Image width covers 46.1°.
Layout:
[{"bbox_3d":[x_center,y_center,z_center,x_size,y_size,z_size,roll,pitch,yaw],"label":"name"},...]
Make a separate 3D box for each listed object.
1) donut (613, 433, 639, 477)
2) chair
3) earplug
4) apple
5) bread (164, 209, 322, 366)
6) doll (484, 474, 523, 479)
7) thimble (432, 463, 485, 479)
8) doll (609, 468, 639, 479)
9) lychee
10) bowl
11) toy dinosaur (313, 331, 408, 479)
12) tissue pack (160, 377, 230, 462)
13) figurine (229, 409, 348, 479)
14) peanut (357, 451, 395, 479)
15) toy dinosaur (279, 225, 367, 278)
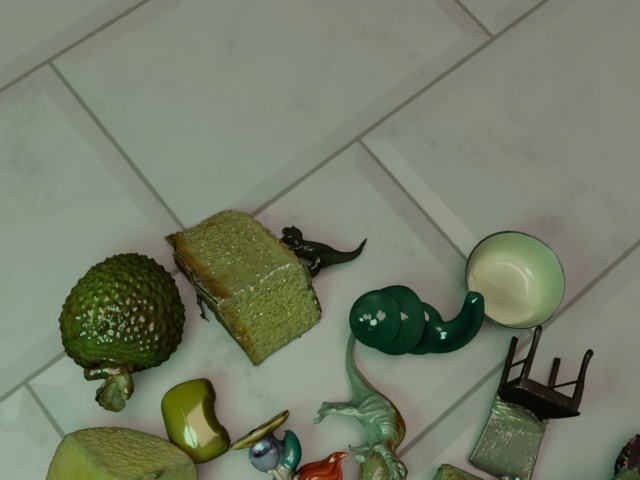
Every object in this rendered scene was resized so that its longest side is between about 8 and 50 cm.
[{"bbox_3d":[0.771,0.543,1.698,0.235,0.089,0.235,1,72,-3],"label":"donut"},{"bbox_3d":[0.469,0.374,1.685,0.160,0.186,0.319,25,70,-3],"label":"chair"},{"bbox_3d":[0.204,0.186,1.708,0.280,0.257,0.164,5,88,-34],"label":"earplug"},{"bbox_3d":[-0.417,0.564,1.524,0.314,0.252,0.309,13,105,-8],"label":"apple"},{"bbox_3d":[-0.183,0.105,1.786,0.248,0.279,0.315,-32,34,-14],"label":"bread"},{"bbox_3d":[0.451,0.580,1.672,0.195,0.070,0.096,26,99,1],"label":"doll"},{"bbox_3d":[0.294,0.594,1.622,0.143,0.137,0.190,25,84,4],"label":"thimble"},{"bbox_3d":[0.601,0.628,1.560,0.284,0.268,0.216,-45,42,-19],"label":"doll"},{"bbox_3d":[-0.435,0.179,1.645,0.270,0.270,0.320,21,38,3],"label":"lychee"},{"bbox_3d":[0.447,0.107,1.797,0.238,0.126,0.237,1,72,-4],"label":"bowl"},{"bbox_3d":[0.086,0.369,1.685,0.205,0.092,0.393,3,42,-2],"label":"toy dinosaur"},{"bbox_3d":[-0.280,0.400,1.648,0.127,0.123,0.178,-20,75,-6],"label":"tissue pack"},{"bbox_3d":[-0.055,0.504,1.610,0.208,0.181,0.257,-26,81,-42],"label":"figurine"},{"bbox_3d":[0.113,0.550,1.648,0.090,0.098,0.214,35,66,-32],"label":"peanut"},{"bbox_3d":[0.000,0.000,1.820,0.187,0.087,0.179,40,75,7],"label":"toy dinosaur"}]
